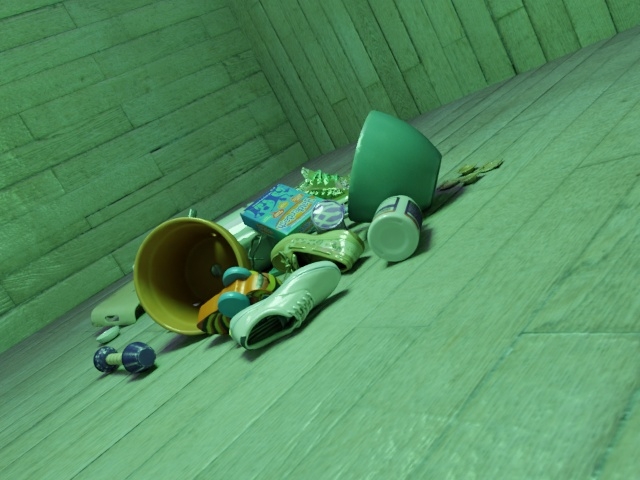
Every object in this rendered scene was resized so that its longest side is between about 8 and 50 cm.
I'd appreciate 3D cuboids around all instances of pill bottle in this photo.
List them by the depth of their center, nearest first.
[{"bbox_3d":[0.170,-0.036,1.266,0.108,0.108,0.193,-24,13,21],"label":"pill bottle"}]

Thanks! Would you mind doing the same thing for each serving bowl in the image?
[{"bbox_3d":[-0.718,0.324,1.942,0.083,0.027,0.083,-27,13,7],"label":"serving bowl"}]

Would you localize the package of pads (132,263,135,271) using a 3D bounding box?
[{"bbox_3d":[-0.521,0.108,2.064,0.229,0.101,0.296,-33,29,-30],"label":"package of pads"}]

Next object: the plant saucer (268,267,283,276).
[{"bbox_3d":[-0.060,0.060,1.593,0.192,0.018,0.067,-21,15,29],"label":"plant saucer"}]

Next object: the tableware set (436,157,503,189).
[{"bbox_3d":[0.403,-0.182,1.548,0.141,0.020,0.168,-35,14,-27],"label":"tableware set"}]

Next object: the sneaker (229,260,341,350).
[{"bbox_3d":[-0.057,0.139,1.151,0.258,0.094,0.091,-35,32,-10],"label":"sneaker"}]

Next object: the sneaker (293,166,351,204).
[{"bbox_3d":[0.002,-0.203,2.128,0.410,0.182,0.158,-27,12,5],"label":"sneaker"}]

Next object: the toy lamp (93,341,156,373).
[{"bbox_3d":[-0.496,0.298,1.451,0.274,0.080,0.080,-13,20,49],"label":"toy lamp"}]

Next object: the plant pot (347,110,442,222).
[{"bbox_3d":[0.202,-0.172,1.468,0.195,0.290,0.290,13,25,12],"label":"plant pot"}]

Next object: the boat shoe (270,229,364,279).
[{"bbox_3d":[-0.026,0.042,1.391,0.285,0.104,0.089,-15,35,43],"label":"boat shoe"}]

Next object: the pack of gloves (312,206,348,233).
[{"bbox_3d":[0.002,-0.061,1.648,0.232,0.046,0.195,-25,-4,8],"label":"pack of gloves"}]

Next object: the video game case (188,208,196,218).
[{"bbox_3d":[-0.438,0.060,1.841,0.026,0.274,0.196,10,-24,-11],"label":"video game case"}]

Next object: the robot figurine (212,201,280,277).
[{"bbox_3d":[-0.234,0.013,1.733,0.353,0.200,0.300,-32,5,-15],"label":"robot figurine"}]

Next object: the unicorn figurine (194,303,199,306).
[{"bbox_3d":[-0.375,0.196,1.645,0.111,0.060,0.162,-15,42,56],"label":"unicorn figurine"}]

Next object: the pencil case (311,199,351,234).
[{"bbox_3d":[0.031,-0.036,1.458,0.088,0.086,0.206,-8,-16,6],"label":"pencil case"}]

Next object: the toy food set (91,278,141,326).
[{"bbox_3d":[-0.685,0.229,2.164,0.219,0.092,0.306,-8,23,29],"label":"toy food set"}]

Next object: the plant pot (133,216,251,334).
[{"bbox_3d":[-0.306,0.085,1.492,0.291,0.291,0.203,-26,-3,11],"label":"plant pot"}]

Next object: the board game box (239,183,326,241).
[{"bbox_3d":[-0.098,-0.075,1.579,0.210,0.047,0.160,23,54,41],"label":"board game box"}]

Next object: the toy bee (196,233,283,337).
[{"bbox_3d":[-0.145,0.135,1.256,0.298,0.162,0.195,-32,36,54],"label":"toy bee"}]
